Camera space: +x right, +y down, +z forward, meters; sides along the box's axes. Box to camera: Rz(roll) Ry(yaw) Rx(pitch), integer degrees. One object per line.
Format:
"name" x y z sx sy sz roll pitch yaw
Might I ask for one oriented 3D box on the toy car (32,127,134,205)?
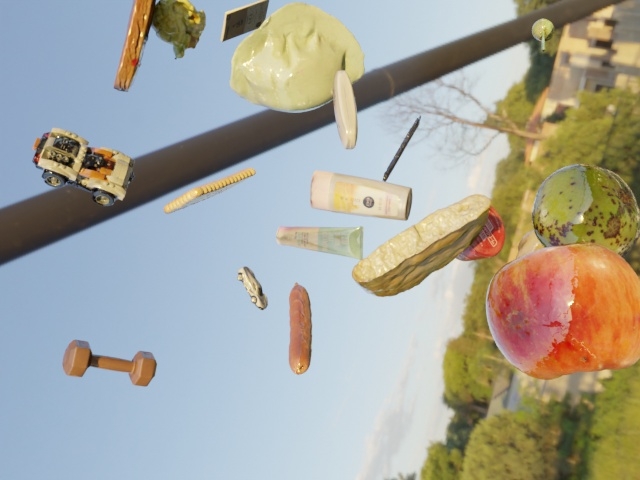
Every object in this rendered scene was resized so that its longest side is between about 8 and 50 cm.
"toy car" -0.727 -0.230 1.947 0.118 0.301 0.193 -39 36 42

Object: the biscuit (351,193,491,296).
"biscuit" 0.305 0.025 1.867 0.429 0.104 0.446 -35 -18 4

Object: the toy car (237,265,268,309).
"toy car" -0.128 0.092 1.228 0.025 0.093 0.041 -36 -10 17

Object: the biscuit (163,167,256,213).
"biscuit" -0.300 -0.139 1.733 0.249 0.160 0.030 -31 -83 -50

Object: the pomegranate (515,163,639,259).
"pomegranate" 0.653 -0.030 1.665 0.340 0.285 0.285 -42 9 41

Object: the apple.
"apple" 0.421 0.144 1.164 0.163 0.293 0.251 -11 -102 -38

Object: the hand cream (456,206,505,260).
"hand cream" 0.519 -0.026 2.157 0.193 0.125 0.193 6 -101 -33

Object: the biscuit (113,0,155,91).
"biscuit" -0.445 -0.488 1.530 0.262 0.052 0.277 -155 80 -68

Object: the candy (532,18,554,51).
"candy" 0.595 -0.539 1.693 0.202 0.061 0.061 -65 -19 -51

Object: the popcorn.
"popcorn" -0.364 -0.557 1.613 0.162 0.135 0.142 102 -178 -56

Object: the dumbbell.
"dumbbell" -0.539 0.316 1.630 0.230 0.092 0.082 17 -83 -31

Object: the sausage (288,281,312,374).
"sausage" -0.070 0.297 2.207 0.433 0.087 0.088 -93 3 -53

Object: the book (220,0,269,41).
"book" -0.278 -0.816 2.345 0.198 0.016 0.138 -32 -16 -28

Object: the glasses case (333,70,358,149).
"glasses case" 0.058 -0.306 1.487 0.076 0.049 0.197 92 172 -70

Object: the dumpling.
"dumpling" -0.077 -0.481 1.742 0.320 0.211 0.270 -35 -78 -26

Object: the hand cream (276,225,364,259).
"hand cream" 0.000 0.000 2.118 0.070 0.312 0.111 -12 -75 -60

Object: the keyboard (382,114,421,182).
"keyboard" 0.212 -0.238 1.677 0.197 0.015 0.074 -62 0 33

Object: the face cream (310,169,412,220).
"face cream" 0.104 -0.114 1.667 0.073 0.269 0.107 -29 -52 -65
